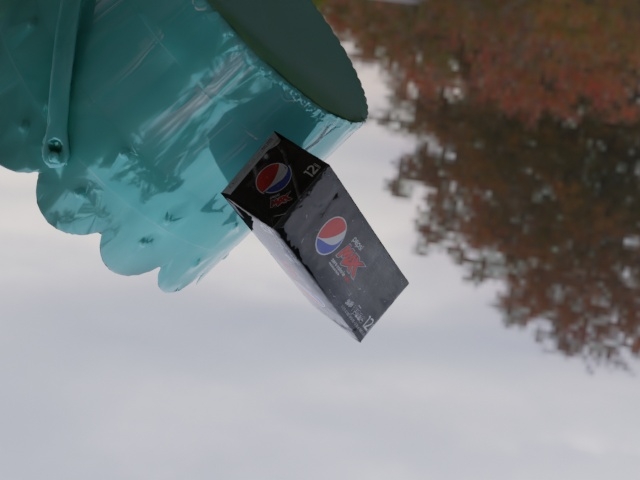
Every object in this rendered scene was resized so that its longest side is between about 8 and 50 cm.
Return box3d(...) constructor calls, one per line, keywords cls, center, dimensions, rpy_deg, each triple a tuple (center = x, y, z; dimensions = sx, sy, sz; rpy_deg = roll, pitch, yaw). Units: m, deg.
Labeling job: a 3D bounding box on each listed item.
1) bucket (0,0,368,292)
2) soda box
box3d(cls="bucket", center=(-0.110, -0.123, 1.084), dimensions=(0.281, 0.183, 0.281), rpy_deg=(44, -162, -19))
box3d(cls="soda box", center=(0.000, 0.000, 1.010), dimensions=(0.053, 0.060, 0.169), rpy_deg=(33, 168, 35))
